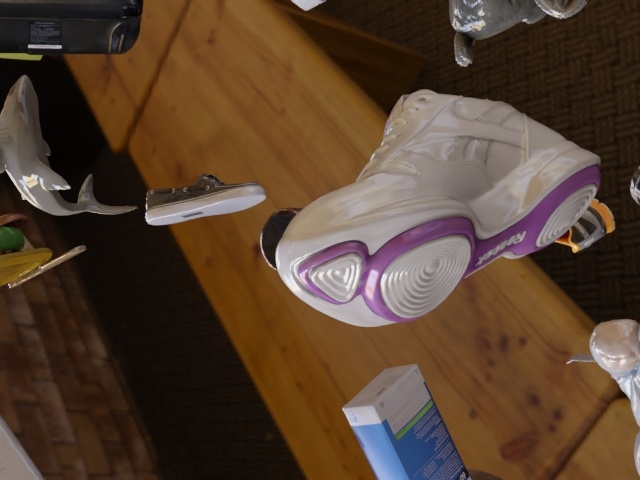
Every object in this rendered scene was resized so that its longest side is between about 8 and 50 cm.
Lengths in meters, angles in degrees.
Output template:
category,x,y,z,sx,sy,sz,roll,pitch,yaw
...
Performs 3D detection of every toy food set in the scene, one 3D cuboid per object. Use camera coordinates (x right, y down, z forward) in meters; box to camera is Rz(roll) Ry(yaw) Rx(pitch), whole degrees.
category,x,y,z,sx,sy,sz,roll,pitch,yaw
toy food set,-0.391,0.014,1.122,0.128,0.218,0.071,-27,86,19

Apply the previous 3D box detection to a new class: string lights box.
category,x,y,z,sx,sy,sz,roll,pitch,yaw
string lights box,0.152,0.351,1.573,0.076,0.133,0.260,-16,102,45

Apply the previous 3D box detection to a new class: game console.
category,x,y,z,sx,sy,sz,roll,pitch,yaw
game console,-0.367,-0.223,0.983,0.213,0.361,0.044,126,138,-62

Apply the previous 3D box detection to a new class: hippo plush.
category,x,y,z,sx,sy,sz,roll,pitch,yaw
hippo plush,0.490,0.245,1.376,0.294,0.234,0.237,-26,57,45

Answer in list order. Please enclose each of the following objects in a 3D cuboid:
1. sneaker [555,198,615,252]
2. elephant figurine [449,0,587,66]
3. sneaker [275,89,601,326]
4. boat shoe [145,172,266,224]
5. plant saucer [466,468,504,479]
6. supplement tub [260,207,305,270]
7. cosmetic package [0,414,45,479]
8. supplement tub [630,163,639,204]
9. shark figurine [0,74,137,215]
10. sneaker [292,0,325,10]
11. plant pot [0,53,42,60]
category,x,y,z,sx,sy,sz,roll,pitch,yaw
sneaker,0.365,-0.044,1.543,0.083,0.084,0.215,-42,36,-18
elephant figurine,0.297,-0.366,1.305,0.186,0.239,0.169,93,171,-48
sneaker,0.070,-0.034,0.701,0.152,0.305,0.114,46,132,26
boat shoe,-0.214,-0.086,1.746,0.228,0.080,0.076,-12,76,14
plant saucer,0.317,0.534,1.732,0.041,0.277,0.278,-51,45,37
supplement tub,0.000,0.000,1.551,0.106,0.197,0.106,0,90,36
cosmetic package,-0.583,0.433,1.385,0.284,0.377,0.097,60,162,-9
supplement tub,0.640,-0.068,1.663,0.117,0.117,0.190,-61,36,22
shark figurine,-0.390,-0.086,1.407,0.116,0.278,0.166,14,61,30
sneaker,-0.044,-0.295,0.839,0.091,0.258,0.094,-32,67,20
plant pot,-0.539,-0.395,1.441,0.275,0.293,0.275,-52,27,39
